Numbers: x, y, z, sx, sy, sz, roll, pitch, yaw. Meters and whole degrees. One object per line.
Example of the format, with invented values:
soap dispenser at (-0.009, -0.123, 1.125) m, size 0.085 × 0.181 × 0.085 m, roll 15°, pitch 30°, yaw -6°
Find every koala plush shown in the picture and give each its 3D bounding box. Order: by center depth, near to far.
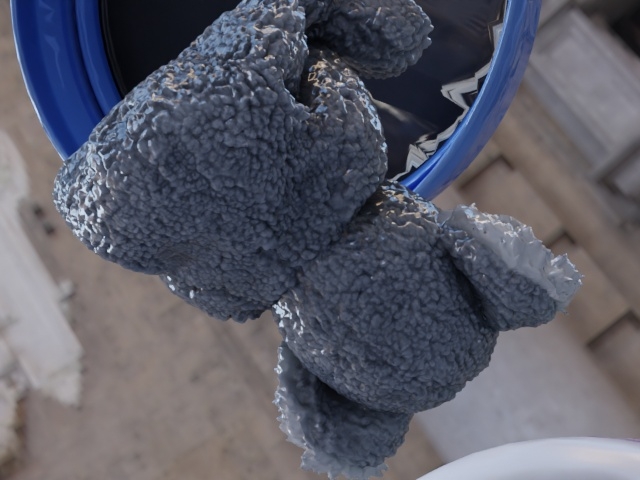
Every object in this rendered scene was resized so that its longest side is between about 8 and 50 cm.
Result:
koala plush at (0.000, 0.000, 0.939) m, size 0.196 × 0.221 × 0.203 m, roll -41°, pitch 2°, yaw 21°

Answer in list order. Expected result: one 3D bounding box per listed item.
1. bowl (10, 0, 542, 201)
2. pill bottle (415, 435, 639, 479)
bowl at (-0.031, -0.179, 1.275) m, size 0.391 × 0.391 × 0.077 m, roll -50°, pitch -21°, yaw 21°
pill bottle at (0.103, 0.149, 0.629) m, size 0.169 × 0.169 × 0.301 m, roll -42°, pitch -15°, yaw 9°
